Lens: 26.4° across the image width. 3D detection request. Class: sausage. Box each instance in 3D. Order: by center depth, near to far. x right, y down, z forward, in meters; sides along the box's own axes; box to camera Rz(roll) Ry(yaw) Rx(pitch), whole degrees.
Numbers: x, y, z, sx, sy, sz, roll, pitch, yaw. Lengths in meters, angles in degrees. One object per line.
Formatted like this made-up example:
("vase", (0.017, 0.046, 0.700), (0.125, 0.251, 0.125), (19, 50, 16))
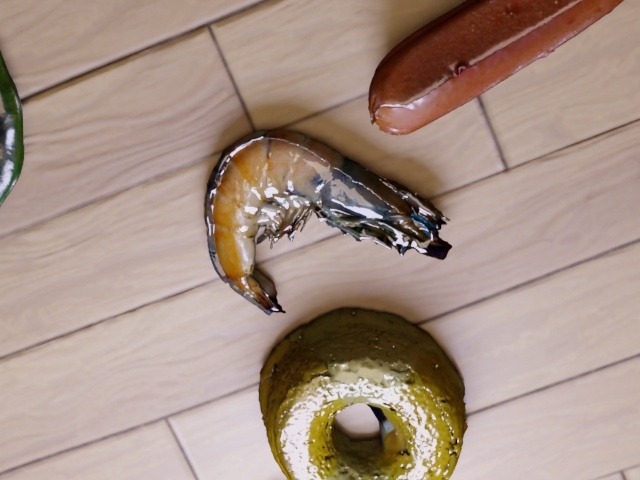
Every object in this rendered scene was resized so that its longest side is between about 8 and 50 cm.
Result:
("sausage", (0.191, -0.223, 1.474), (0.330, 0.102, 0.102), (-31, 107, 11))

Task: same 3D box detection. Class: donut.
("donut", (0.051, 0.225, 1.637), (0.272, 0.107, 0.272), (0, 112, 1))

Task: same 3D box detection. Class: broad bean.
("broad bean", (-0.403, -0.117, 1.545), (0.144, 0.049, 0.292), (20, 110, -5))

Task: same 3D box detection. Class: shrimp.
("shrimp", (0.000, 0.000, 1.578), (0.290, 0.054, 0.222), (20, 108, -3))
